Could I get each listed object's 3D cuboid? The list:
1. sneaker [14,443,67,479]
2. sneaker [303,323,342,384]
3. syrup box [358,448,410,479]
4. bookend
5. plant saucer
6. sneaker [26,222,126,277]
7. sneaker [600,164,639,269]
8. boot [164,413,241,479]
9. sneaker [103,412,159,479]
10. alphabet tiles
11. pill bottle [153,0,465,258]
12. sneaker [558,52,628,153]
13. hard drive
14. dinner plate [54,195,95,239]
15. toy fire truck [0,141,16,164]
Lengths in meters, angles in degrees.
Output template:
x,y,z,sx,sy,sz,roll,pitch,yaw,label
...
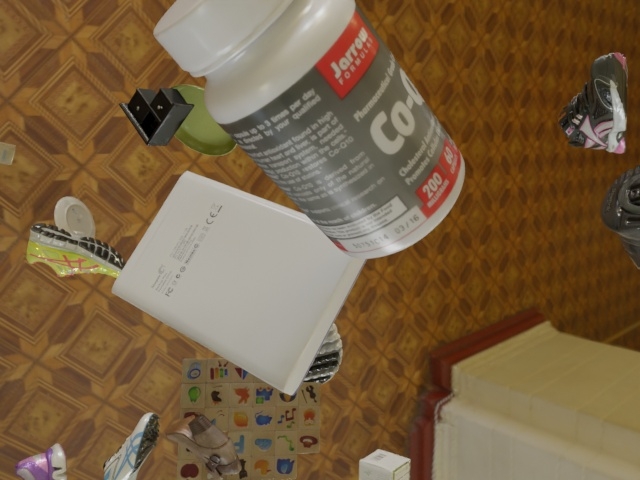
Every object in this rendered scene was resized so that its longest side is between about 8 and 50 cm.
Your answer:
x,y,z,sx,sy,sz,roll,pitch,yaw,label
-0.577,0.541,1.183,0.105,0.095,0.236,-2,94,-33,sneaker
-0.023,0.159,1.094,0.110,0.118,0.292,-8,123,-14,sneaker
0.149,0.633,1.367,0.093,0.096,0.236,-1,94,-54,syrup box
-0.444,-0.365,1.564,0.156,0.157,0.072,54,31,14,bookend
-0.334,-0.343,1.631,0.241,0.241,0.037,54,45,-33,plant saucer
-0.513,0.041,1.218,0.209,0.081,0.094,25,103,-22,sneaker
0.416,-0.028,0.514,0.130,0.286,0.109,50,47,-32,sneaker
-0.151,0.269,0.745,0.042,0.118,0.087,-35,93,-40,boot
-0.420,0.472,1.250,0.237,0.086,0.085,-64,171,9,sneaker
-0.114,0.298,0.966,0.237,0.009,0.198,4,80,-17,alphabet tiles
-0.002,-0.126,0.537,0.283,0.161,0.161,46,67,-30,pill bottle
0.327,-0.152,0.698,0.178,0.077,0.071,43,52,-56,sneaker
-0.116,0.040,0.778,0.210,0.319,0.040,-61,149,-12,hard drive
-0.622,-0.047,1.481,0.141,0.017,0.141,-17,90,-73,dinner plate
-0.773,-0.163,1.160,0.158,0.246,0.217,-64,175,-60,toy fire truck
